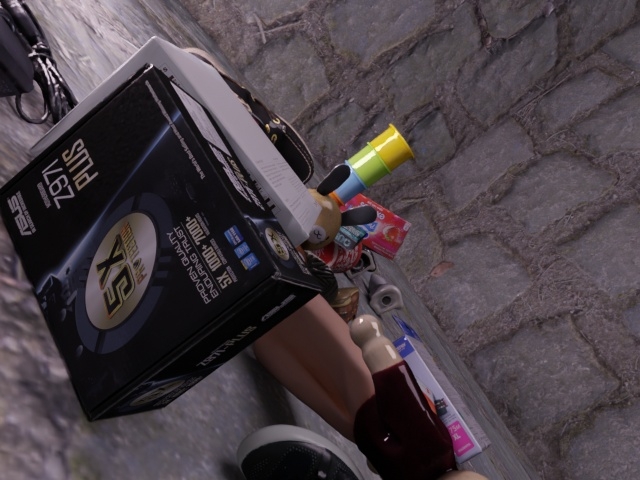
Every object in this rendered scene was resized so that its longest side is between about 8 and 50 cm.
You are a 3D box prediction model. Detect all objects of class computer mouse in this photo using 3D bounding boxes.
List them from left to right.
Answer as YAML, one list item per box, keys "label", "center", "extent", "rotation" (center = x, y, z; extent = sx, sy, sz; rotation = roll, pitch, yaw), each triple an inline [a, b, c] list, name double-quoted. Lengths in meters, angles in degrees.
- label: "computer mouse"
  center: [-0.295, -0.194, 0.415]
  extent: [0.189, 0.072, 0.272]
  rotation: [56, 9, 11]

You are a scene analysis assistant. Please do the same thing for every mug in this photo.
- label: "mug"
  center: [-0.002, 0.010, 1.100]
  extent: [0.150, 0.113, 0.169]
  rotation: [26, 8, 14]

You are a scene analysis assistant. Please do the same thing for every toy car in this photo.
- label: "toy car"
  center: [-0.018, -0.015, 0.725]
  extent: [0.155, 0.188, 0.149]
  rotation: [55, 6, -33]

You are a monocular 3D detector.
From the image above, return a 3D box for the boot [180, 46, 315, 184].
- label: "boot"
  center: [-0.141, -0.198, 1.012]
  extent: [0.377, 0.138, 0.284]
  rotation: [44, 11, -26]

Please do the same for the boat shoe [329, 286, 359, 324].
- label: "boat shoe"
  center: [0.039, 0.122, 0.990]
  extent: [0.178, 0.064, 0.060]
  rotation: [-15, 99, -79]

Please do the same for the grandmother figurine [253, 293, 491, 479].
- label: "grandmother figurine"
  center: [0.052, 0.163, 0.477]
  extent: [0.342, 0.104, 0.208]
  rotation: [39, -22, 45]

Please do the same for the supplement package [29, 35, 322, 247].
- label: "supplement package"
  center: [-0.120, -0.056, 0.528]
  extent: [0.203, 0.149, 0.194]
  rotation: [52, 9, -6]

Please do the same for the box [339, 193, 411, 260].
- label: "box"
  center: [0.114, -0.060, 1.526]
  extent: [0.256, 0.123, 0.128]
  rotation: [29, 1, -14]

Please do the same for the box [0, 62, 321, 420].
- label: "box"
  center: [-0.112, 0.000, 0.362]
  extent: [0.180, 0.147, 0.077]
  rotation: [57, 10, 19]

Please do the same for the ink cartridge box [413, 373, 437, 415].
- label: "ink cartridge box"
  center: [0.136, 0.252, 0.960]
  extent: [0.179, 0.045, 0.145]
  rotation: [49, 11, -2]

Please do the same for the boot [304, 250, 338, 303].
- label: "boot"
  center: [-0.051, 0.007, 0.945]
  extent: [0.190, 0.076, 0.208]
  rotation: [51, 3, -19]

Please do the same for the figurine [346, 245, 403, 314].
- label: "figurine"
  center: [0.139, 0.098, 1.515]
  extent: [0.215, 0.092, 0.209]
  rotation: [53, 5, -9]

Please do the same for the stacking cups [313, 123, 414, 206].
- label: "stacking cups"
  center: [0.055, -0.134, 1.197]
  extent: [0.096, 0.316, 0.096]
  rotation: [53, 10, -14]

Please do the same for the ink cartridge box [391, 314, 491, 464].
- label: "ink cartridge box"
  center: [0.238, 0.310, 1.123]
  extent: [0.311, 0.065, 0.186]
  rotation: [60, 11, 26]

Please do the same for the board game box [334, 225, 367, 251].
- label: "board game box"
  center: [-0.002, -0.050, 1.007]
  extent: [0.186, 0.026, 0.126]
  rotation: [36, 15, 7]

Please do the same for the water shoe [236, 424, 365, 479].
- label: "water shoe"
  center: [0.014, 0.223, 0.392]
  extent: [0.203, 0.073, 0.080]
  rotation: [51, 11, -13]
